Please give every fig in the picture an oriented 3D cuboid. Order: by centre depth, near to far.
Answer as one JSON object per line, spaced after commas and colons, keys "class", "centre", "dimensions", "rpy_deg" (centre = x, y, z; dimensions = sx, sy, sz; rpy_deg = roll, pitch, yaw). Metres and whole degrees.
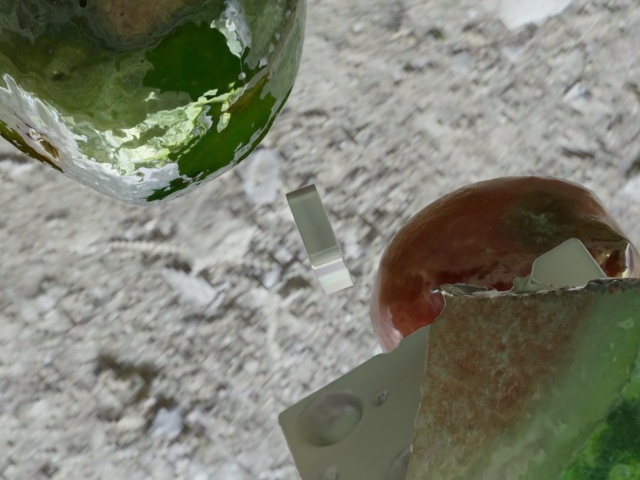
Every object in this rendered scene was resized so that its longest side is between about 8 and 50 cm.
{"class": "fig", "centre": [-0.082, -0.138, 0.962], "dimensions": [0.245, 0.195, 0.195], "rpy_deg": [-41, 92, -14]}

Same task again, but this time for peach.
{"class": "peach", "centre": [0.174, 0.051, 1.489], "dimensions": [0.232, 0.232, 0.256], "rpy_deg": [57, 147, -5]}

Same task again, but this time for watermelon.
{"class": "watermelon", "centre": [0.180, 0.110, 0.758], "dimensions": [0.224, 0.305, 0.180], "rpy_deg": [-45, 48, 23]}

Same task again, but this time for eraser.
{"class": "eraser", "centre": [0.000, 0.000, 1.313], "dimensions": [0.026, 0.105, 0.065], "rpy_deg": [-19, 76, 1]}

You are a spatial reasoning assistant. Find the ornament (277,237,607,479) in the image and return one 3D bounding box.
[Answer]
{"class": "ornament", "centre": [0.152, 0.196, 1.129], "dimensions": [0.240, 0.240, 0.239], "rpy_deg": [-31, 130, 4]}
